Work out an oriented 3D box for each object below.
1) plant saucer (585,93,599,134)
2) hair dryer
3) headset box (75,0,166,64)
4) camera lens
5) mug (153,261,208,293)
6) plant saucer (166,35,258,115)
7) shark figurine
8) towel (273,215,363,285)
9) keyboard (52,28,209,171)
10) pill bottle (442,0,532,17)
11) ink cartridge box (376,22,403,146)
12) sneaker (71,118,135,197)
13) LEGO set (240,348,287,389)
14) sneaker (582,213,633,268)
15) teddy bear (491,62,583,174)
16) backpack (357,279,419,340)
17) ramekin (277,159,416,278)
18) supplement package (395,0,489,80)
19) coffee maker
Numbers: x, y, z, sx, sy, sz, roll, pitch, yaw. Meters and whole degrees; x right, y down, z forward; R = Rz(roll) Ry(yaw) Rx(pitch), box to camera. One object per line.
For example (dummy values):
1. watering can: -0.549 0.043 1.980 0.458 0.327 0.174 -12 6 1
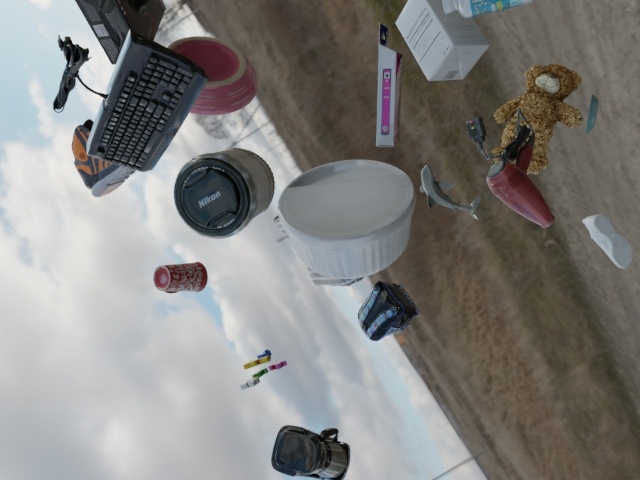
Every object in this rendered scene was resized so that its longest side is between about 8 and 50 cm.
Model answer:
1. plant saucer: 0.813 -0.376 1.612 0.021 0.119 0.119 10 157 26
2. hair dryer: 0.465 -0.168 1.233 0.080 0.224 0.293 -26 79 61
3. headset box: -0.544 -0.672 1.499 0.218 0.110 0.293 73 -164 -52
4. camera lens: -0.251 -0.135 1.454 0.219 0.219 0.274 57 -164 -7
5. mug: -0.513 0.149 1.949 0.113 0.150 0.169 34 -164 29
6. plant saucer: -0.357 -0.526 1.673 0.332 0.332 0.084 59 152 27
7. shark figurine: 0.470 -0.152 2.075 0.278 0.116 0.166 35 149 -3
8. towel: 0.000 0.000 1.341 0.235 0.121 0.284 50 165 -7
9. keyboard: -0.319 -0.210 0.843 0.202 0.317 0.033 22 -122 -24
10. pill bottle: 0.509 -0.772 1.653 0.146 0.264 0.146 -6 -90 -68
11. ink cartridge box: 0.222 -0.494 1.734 0.176 0.069 0.370 -48 -42 -68
12. sneaker: -0.545 -0.266 1.436 0.180 0.321 0.124 56 -163 -4
13. LEGO set: -0.202 0.454 1.972 0.227 0.093 0.087 -22 -89 -61
14. sneaker: 0.973 0.001 1.835 0.212 0.080 0.094 55 171 -4
15. teddy bear: 0.631 -0.362 1.589 0.113 0.338 0.245 16 -154 -45
16. backpack: 0.210 0.239 1.753 0.117 0.173 0.158 11 -149 -43
17. ramekin: 0.057 -0.040 1.074 0.273 0.273 0.127 -119 14 -50
18. supplement package: 0.436 -0.749 1.956 0.293 0.178 0.175 67 150 20
19. coffee maker: -0.040 0.509 1.276 0.178 0.171 0.120 43 -147 -51
